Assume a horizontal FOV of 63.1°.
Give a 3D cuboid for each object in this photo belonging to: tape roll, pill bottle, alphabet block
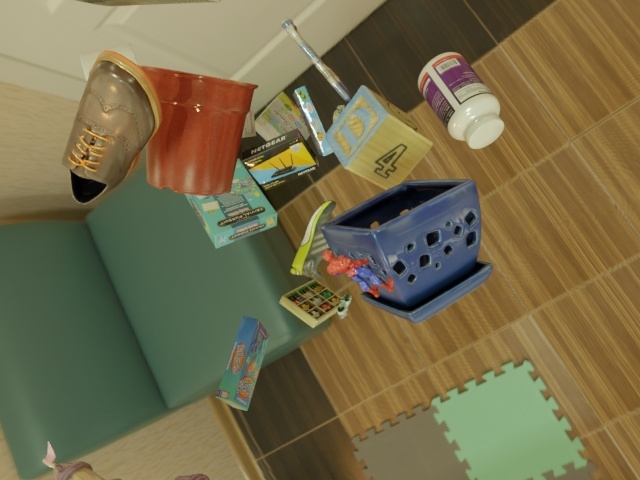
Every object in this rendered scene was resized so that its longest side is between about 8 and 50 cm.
[{"bbox_3d":[-0.688,-0.529,1.772,0.169,0.246,0.246,-17,83,-13],"label":"tape roll"},{"bbox_3d":[0.468,-0.461,1.730,0.181,0.181,0.323,-37,58,21],"label":"pill bottle"},{"bbox_3d":[0.164,-0.289,1.501,0.193,0.197,0.192,-50,41,24],"label":"alphabet block"}]

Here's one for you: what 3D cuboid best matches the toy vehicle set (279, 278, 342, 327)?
[{"bbox_3d":[-0.025,0.239,2.029,0.166,0.267,0.035,33,113,17],"label":"toy vehicle set"}]

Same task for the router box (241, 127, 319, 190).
[{"bbox_3d":[-0.111,-0.224,1.462,0.178,0.133,0.046,-20,47,17],"label":"router box"}]

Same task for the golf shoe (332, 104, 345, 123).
[{"bbox_3d":[0.124,-0.403,1.823,0.176,0.086,0.069,30,61,-3],"label":"golf shoe"}]

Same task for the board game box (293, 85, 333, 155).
[{"bbox_3d":[-0.025,-0.368,1.623,0.039,0.160,0.212,-24,102,0],"label":"board game box"}]

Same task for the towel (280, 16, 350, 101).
[{"bbox_3d":[-0.007,-0.522,1.513,0.034,0.209,0.285,-40,101,12],"label":"towel"}]

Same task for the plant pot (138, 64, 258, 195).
[{"bbox_3d":[-0.297,-0.256,1.235,0.272,0.272,0.265,15,106,23],"label":"plant pot"}]

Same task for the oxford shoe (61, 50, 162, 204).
[{"bbox_3d":[-0.370,-0.173,0.906,0.130,0.133,0.364,29,147,-11],"label":"oxford shoe"}]

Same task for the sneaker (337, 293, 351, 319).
[{"bbox_3d":[0.091,0.255,1.965,0.038,0.098,0.069,16,139,24],"label":"sneaker"}]

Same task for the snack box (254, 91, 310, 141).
[{"bbox_3d":[-0.123,-0.398,1.809,0.174,0.207,0.070,43,130,-16],"label":"snack box"}]

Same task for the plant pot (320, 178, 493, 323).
[{"bbox_3d":[0.174,0.020,1.019,0.236,0.236,0.212,-29,105,-18],"label":"plant pot"}]

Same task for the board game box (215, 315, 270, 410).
[{"bbox_3d":[-0.196,0.321,1.353,0.047,0.160,0.210,11,67,12],"label":"board game box"}]

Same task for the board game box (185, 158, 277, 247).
[{"bbox_3d":[-0.356,-0.151,2.009,0.336,0.253,0.079,54,154,31],"label":"board game box"}]

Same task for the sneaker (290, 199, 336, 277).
[{"bbox_3d":[0.000,0.000,1.864,0.121,0.111,0.300,22,89,3],"label":"sneaker"}]

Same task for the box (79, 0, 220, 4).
[{"bbox_3d":[-0.296,-0.452,0.858,0.275,0.094,0.113,11,108,29],"label":"box"}]

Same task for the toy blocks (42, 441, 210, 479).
[{"bbox_3d":[-0.324,0.474,0.774,0.260,0.309,0.289,11,96,30],"label":"toy blocks"}]

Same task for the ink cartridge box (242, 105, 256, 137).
[{"bbox_3d":[-0.249,-0.336,1.484,0.052,0.122,0.089,12,113,47],"label":"ink cartridge box"}]

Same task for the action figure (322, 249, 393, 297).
[{"bbox_3d":[0.042,0.036,0.622,0.038,0.115,0.030,-22,56,34],"label":"action figure"}]
